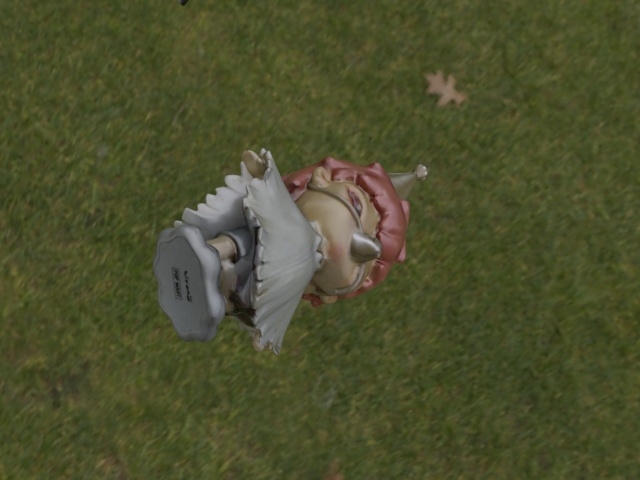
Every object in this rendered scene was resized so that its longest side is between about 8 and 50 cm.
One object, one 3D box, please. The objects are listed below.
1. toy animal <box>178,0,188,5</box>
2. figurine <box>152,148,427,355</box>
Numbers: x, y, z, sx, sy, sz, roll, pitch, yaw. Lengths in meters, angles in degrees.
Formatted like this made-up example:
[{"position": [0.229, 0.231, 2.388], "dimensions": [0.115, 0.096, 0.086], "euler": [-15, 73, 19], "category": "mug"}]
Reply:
[{"position": [-0.145, -0.375, 1.186], "dimensions": [0.310, 0.251, 0.250], "euler": [-10, 70, -3], "category": "toy animal"}, {"position": [0.000, 0.000, 1.175], "dimensions": [0.387, 0.166, 0.207], "euler": [-18, 107, -46], "category": "figurine"}]
